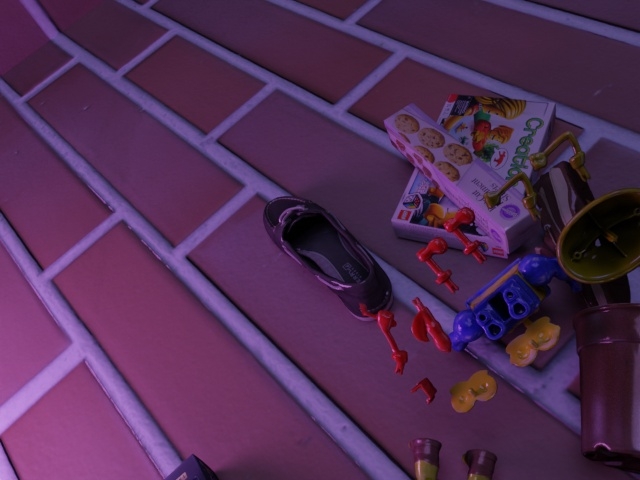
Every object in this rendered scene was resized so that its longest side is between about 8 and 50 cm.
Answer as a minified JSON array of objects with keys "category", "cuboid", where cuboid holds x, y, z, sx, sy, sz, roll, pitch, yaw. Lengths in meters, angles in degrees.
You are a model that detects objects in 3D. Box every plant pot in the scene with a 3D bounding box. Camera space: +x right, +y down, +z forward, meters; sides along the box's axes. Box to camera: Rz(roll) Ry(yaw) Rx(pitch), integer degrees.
[{"category":"plant pot","cuboid":[0.378,0.180,0.716,0.166,0.167,0.165,4,64,24]}]

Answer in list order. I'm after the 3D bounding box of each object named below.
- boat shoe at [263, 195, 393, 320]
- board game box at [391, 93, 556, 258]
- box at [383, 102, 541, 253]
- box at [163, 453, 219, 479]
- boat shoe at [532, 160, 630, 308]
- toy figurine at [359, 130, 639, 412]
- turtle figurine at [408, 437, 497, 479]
[{"category":"boat shoe","cuboid":[0.000,0.000,1.031,0.112,0.095,0.335,-39,51,-9]},{"category":"board game box","cuboid":[0.267,-0.122,1.046,0.193,0.053,0.305,12,60,28]},{"category":"box","cuboid":[0.217,-0.110,0.979,0.067,0.063,0.324,-34,50,-3]},{"category":"box","cuboid":[-0.212,0.423,0.794,0.232,0.059,0.183,-41,34,-12]},{"category":"boat shoe","cuboid":[0.370,0.010,0.901,0.095,0.095,0.258,-36,43,39]},{"category":"toy figurine","cuboid":[0.251,0.043,0.820,0.362,0.217,0.191,-45,76,14]},{"category":"turtle figurine","cuboid":[0.131,0.352,0.723,0.269,0.087,0.217,0,55,22]}]
